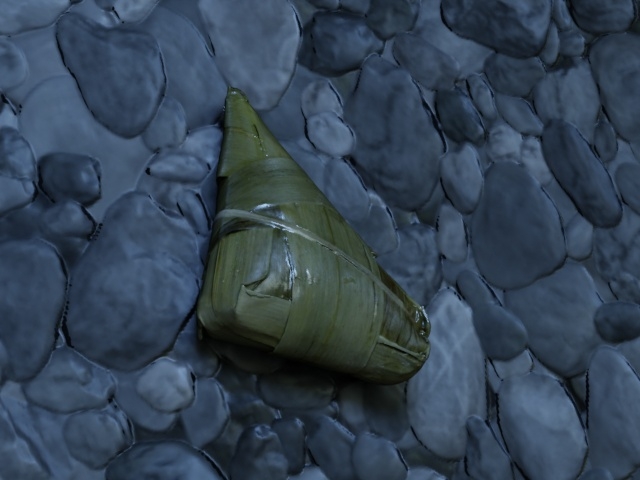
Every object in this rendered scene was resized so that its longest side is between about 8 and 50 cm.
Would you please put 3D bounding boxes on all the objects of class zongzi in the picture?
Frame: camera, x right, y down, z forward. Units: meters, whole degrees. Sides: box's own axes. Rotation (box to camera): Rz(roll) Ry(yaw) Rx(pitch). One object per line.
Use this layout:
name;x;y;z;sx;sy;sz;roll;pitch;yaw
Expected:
zongzi;0.000;0.000;1.109;0.160;0.078;0.176;22;53;-29
